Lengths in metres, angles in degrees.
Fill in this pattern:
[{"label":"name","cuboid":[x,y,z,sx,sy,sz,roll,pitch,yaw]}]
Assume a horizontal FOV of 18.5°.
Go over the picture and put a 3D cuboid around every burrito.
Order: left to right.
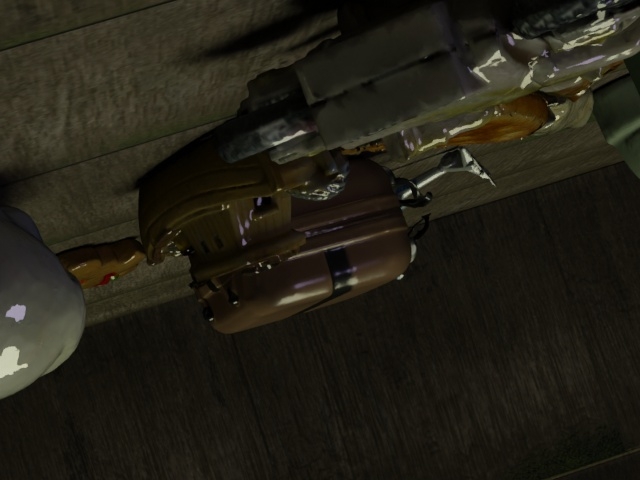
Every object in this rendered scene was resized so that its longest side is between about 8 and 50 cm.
[{"label":"burrito","cuboid":[0.218,-0.132,1.896,0.082,0.059,0.275,10,-173,17]}]

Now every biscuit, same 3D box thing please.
[{"label":"biscuit","cuboid":[-0.314,0.050,2.273,0.238,0.041,0.212,-19,178,10]}]

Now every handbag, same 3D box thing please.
[{"label":"handbag","cuboid":[0.000,0.000,2.227,0.283,0.149,0.302,-18,175,-16]}]

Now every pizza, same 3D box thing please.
[{"label":"pizza","cuboid":[0.096,-0.110,1.667,0.193,0.053,0.201,-8,176,7]}]

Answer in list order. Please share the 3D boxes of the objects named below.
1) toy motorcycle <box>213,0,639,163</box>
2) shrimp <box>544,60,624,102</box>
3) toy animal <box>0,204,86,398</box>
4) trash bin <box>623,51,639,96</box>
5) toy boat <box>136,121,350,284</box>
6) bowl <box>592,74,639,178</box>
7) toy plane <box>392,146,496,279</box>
[{"label":"toy motorcycle","cuboid":[0.095,-0.124,1.233,0.340,0.108,0.223,-20,-176,37]},{"label":"shrimp","cuboid":[0.231,-0.161,1.651,0.145,0.061,0.267,-26,175,-9]},{"label":"toy animal","cuboid":[-0.319,0.070,1.568,0.249,0.174,0.289,-17,177,-16]},{"label":"trash bin","cuboid":[0.316,-0.133,1.178,0.158,0.223,0.343,-24,179,-12]},{"label":"toy boat","cuboid":[-0.079,-0.026,1.708,0.089,0.121,0.321,-22,178,-30]},{"label":"bowl","cuboid":[0.479,-0.145,2.274,0.307,0.163,0.307,-20,175,-2]},{"label":"toy plane","cuboid":[0.067,-0.052,2.438,0.182,0.107,0.273,29,118,-26]}]
